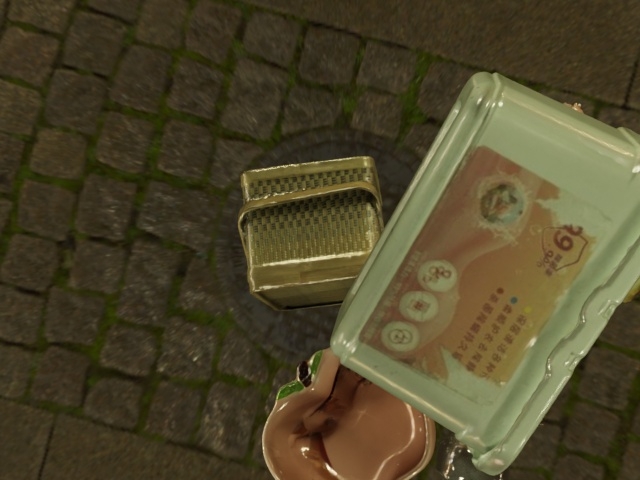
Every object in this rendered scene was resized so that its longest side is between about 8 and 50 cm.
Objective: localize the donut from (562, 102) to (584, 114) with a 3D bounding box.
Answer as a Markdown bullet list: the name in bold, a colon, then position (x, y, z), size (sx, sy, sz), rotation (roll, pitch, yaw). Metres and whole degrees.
- **donut**: position (0.285, -0.103, 1.283), size (0.166, 0.065, 0.117), rotation (-29, 84, -14)

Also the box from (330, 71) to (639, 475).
- **box**: position (0.146, 0.015, 0.857), size (0.183, 0.175, 0.311), rotation (28, 107, -1)

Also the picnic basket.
- **picnic basket**: position (0.000, 0.000, 1.237), size (0.165, 0.266, 0.139), rotation (-7, 80, 4)

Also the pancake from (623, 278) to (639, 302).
- **pancake**: position (0.488, -0.052, 1.332), size (0.067, 0.427, 0.305), rotation (39, 86, 16)

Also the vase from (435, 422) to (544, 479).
- **vase**: position (0.262, 0.312, 1.528), size (0.183, 0.120, 0.120), rotation (-39, 90, -11)

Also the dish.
- **dish**: position (0.046, 0.223, 1.184), size (0.213, 0.090, 0.213), rotation (-8, 72, 25)
